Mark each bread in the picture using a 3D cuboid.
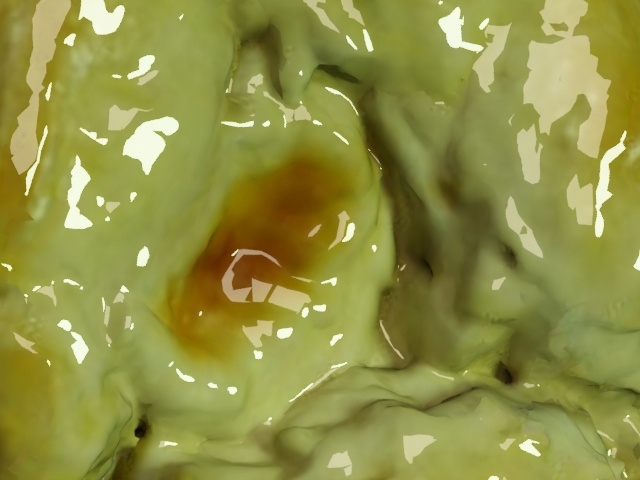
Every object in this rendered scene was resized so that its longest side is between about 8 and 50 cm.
[{"bbox_3d":[0.000,0.000,0.406,0.244,0.134,0.244,0,91,-14],"label":"bread"}]
